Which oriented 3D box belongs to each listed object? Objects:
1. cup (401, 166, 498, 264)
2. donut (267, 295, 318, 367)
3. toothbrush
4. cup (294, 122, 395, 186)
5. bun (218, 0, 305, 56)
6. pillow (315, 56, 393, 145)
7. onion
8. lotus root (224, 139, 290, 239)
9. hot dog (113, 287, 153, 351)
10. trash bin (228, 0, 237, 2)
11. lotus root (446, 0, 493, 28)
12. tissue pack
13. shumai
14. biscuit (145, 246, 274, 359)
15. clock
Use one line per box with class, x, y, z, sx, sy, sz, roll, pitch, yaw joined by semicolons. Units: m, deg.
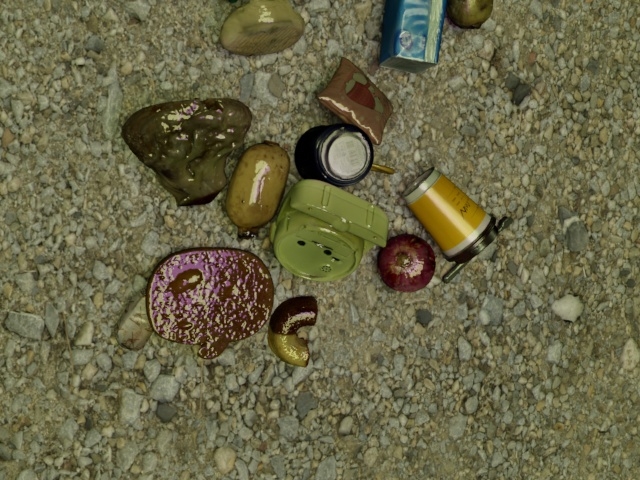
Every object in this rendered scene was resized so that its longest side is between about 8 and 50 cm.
cup;0.381;-0.074;1.942;0.280;0.196;0.196;45;86;-7
donut;-0.079;0.275;1.921;0.141;0.085;0.217;5;98;-14
toothbrush;0.493;0.029;2.055;0.297;0.030;0.030;-43;113;-4
cup;0.076;-0.243;1.806;0.254;0.256;0.179;-14;100;-12
bun;-0.155;-0.581;1.746;0.237;0.210;0.116;-15;85;-24
pillow;0.107;-0.393;1.840;0.223;0.236;0.084;37;132;-13
onion;0.256;0.067;1.945;0.177;0.153;0.178;0;98;-2
lotus root;-0.176;-0.139;1.811;0.160;0.146;0.285;10;95;-34
hot dog;-0.503;0.219;1.829;0.108;0.059;0.191;35;93;-8
trash bin;-0.088;-0.776;1.695;0.380;0.295;0.260;-8;99;-18
lotus root;0.416;-0.747;1.878;0.153;0.154;0.278;-18;100;-10
tissue pack;0.257;-0.622;1.831;0.146;0.198;0.264;7;95;-11
shumai;-0.343;-0.225;1.723;0.345;0.217;0.284;-5;100;-3
biscuit;-0.307;0.176;1.839;0.367;0.063;0.315;0;90;-25
clock;0.000;0.000;1.801;0.286;0.348;0.117;22;49;-15
